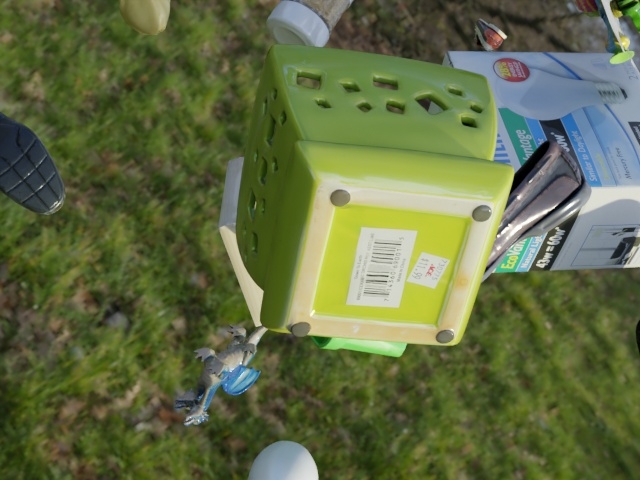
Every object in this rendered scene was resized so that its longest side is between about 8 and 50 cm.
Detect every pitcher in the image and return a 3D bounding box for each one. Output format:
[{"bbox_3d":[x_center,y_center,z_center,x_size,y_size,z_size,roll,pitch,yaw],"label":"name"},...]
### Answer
[{"bbox_3d":[-0.046,0.460,1.806,0.207,0.178,0.125,-79,174,-55],"label":"pitcher"}]

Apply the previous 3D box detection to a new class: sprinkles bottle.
[{"bbox_3d":[0.033,-0.530,2.027,0.121,0.355,0.121,30,-17,10],"label":"sprinkles bottle"}]

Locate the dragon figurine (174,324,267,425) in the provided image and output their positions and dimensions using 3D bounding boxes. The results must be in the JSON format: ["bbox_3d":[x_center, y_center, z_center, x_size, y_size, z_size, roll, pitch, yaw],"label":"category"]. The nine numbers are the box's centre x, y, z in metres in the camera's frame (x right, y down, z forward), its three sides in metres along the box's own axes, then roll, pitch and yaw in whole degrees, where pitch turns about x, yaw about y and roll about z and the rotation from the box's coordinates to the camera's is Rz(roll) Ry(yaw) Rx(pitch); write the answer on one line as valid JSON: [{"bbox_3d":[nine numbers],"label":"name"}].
[{"bbox_3d":[-0.175,0.248,2.030,0.085,0.289,0.144,41,-29,25],"label":"dragon figurine"}]

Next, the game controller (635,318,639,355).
[{"bbox_3d":[0.652,0.180,1.705,0.067,0.319,0.166,4,73,-23],"label":"game controller"}]

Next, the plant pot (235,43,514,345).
[{"bbox_3d":[0.047,-0.031,0.958,0.227,0.228,0.207,6,33,-11],"label":"plant pot"}]

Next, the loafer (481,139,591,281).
[{"bbox_3d":[0.209,-0.020,1.339,0.095,0.302,0.109,57,-3,-21],"label":"loafer"}]

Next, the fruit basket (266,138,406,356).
[{"bbox_3d":[0.000,0.000,1.800,0.392,0.283,0.392,31,6,-3],"label":"fruit basket"}]

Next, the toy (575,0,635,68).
[{"bbox_3d":[0.482,-0.415,1.793,0.137,0.056,0.237,20,48,-60],"label":"toy"}]

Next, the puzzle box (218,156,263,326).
[{"bbox_3d":[-0.169,-0.010,2.474,0.409,0.052,0.272,-93,166,-63],"label":"puzzle box"}]

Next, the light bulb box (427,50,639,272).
[{"bbox_3d":[0.407,-0.145,1.824,0.225,0.361,0.358,102,-18,-48],"label":"light bulb box"}]

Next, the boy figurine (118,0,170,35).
[{"bbox_3d":[-0.305,-0.447,1.558,0.285,0.177,0.092,58,-22,-5],"label":"boy figurine"}]

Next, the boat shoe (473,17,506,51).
[{"bbox_3d":[0.306,-0.378,1.894,0.049,0.043,0.137,37,11,-17],"label":"boat shoe"}]

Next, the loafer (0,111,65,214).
[{"bbox_3d":[-0.302,-0.085,0.983,0.170,0.062,0.061,47,-11,14],"label":"loafer"}]

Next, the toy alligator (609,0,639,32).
[{"bbox_3d":[0.454,-0.406,1.558,0.051,0.056,0.189,-26,95,-61],"label":"toy alligator"}]
